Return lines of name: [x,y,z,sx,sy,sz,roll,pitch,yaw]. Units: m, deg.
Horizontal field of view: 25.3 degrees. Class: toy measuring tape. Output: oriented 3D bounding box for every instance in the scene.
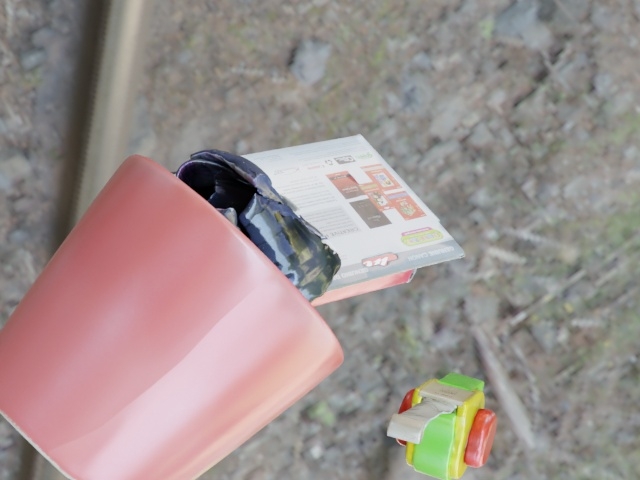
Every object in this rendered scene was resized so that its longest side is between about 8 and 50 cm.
toy measuring tape: [0.127,0.225,1.607,0.121,0.121,0.330,-42,171,16]

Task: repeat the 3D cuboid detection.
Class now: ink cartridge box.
ink cartridge box: [0.000,0.000,1.994,0.309,0.272,0.130,-12,140,-39]

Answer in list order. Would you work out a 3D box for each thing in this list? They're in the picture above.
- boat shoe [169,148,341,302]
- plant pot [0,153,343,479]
boat shoe: [-0.124,-0.045,1.539,0.127,0.340,0.158,-50,128,-16]
plant pot: [-0.157,0.100,1.269,0.243,0.275,0.275,-45,152,-11]
